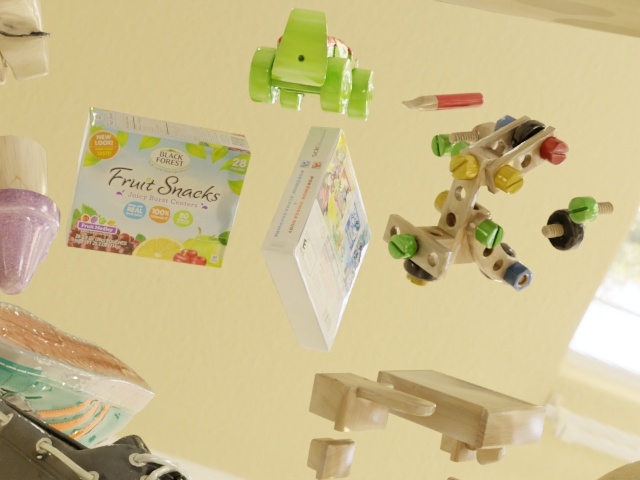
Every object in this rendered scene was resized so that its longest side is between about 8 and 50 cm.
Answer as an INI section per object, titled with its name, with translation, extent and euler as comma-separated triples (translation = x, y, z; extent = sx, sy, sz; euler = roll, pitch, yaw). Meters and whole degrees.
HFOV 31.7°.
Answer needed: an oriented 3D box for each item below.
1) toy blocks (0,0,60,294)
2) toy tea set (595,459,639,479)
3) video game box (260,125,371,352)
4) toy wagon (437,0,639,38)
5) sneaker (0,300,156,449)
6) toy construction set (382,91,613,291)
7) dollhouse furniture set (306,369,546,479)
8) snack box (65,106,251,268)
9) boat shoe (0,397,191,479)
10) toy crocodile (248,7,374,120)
[toy blocks]
translation = -0.263, 0.027, 0.505
extent = 0.309, 0.288, 0.260
euler = -10, -120, 1
[toy tea set]
translation = 0.189, 0.140, 0.393
extent = 0.124, 0.336, 0.200
euler = 49, -165, -12
[video game box]
translation = 0.000, 0.000, 1.336
extent = 0.048, 0.205, 0.187
euler = 9, -125, 21
[toy wagon]
translation = 0.110, -0.180, 0.211
extent = 0.267, 0.344, 0.068
euler = 9, -130, -5
[sneaker]
translation = -0.254, 0.146, 1.028
extent = 0.108, 0.121, 0.302
euler = 37, 176, 23
[toy construction set]
translation = 0.188, -0.075, 1.569
extent = 0.237, 0.257, 0.309
euler = -7, -124, -31
[dollhouse furniture set]
translation = 0.121, 0.345, 1.319
extent = 0.303, 0.355, 0.174
euler = 7, -175, -45
[snack box]
translation = -0.211, -0.066, 1.454
extent = 0.207, 0.174, 0.070
euler = 9, -154, -19
[boat shoe]
translation = -0.147, 0.174, 0.770
extent = 0.302, 0.091, 0.114
euler = 13, 159, 25
[toy crocodile]
translation = -0.003, -0.207, 1.367
extent = 0.115, 0.105, 0.340
euler = 10, -175, 12
